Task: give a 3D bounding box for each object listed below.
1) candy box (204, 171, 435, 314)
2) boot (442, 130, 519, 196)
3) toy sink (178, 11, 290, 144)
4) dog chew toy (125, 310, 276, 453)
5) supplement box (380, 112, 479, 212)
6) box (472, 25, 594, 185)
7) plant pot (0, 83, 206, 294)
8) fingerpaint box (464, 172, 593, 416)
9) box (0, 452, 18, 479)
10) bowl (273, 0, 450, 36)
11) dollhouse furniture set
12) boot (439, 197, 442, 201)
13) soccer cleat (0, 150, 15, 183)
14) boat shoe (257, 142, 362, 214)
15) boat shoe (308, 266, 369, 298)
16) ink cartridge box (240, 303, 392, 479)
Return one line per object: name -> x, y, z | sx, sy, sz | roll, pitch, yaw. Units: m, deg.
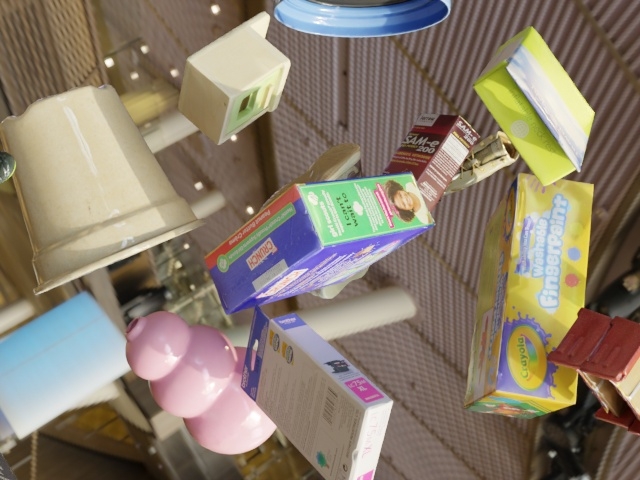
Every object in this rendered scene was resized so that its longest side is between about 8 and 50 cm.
candy box -> 0.000, 0.000, 1.472 | 0.268, 0.317, 0.122 | -34, -104, 39
boot -> 0.343, -0.176, 1.985 | 0.203, 0.262, 0.095 | -29, -100, 39
toy sink -> -0.154, -0.327, 1.701 | 0.131, 0.234, 0.153 | 41, -35, 10
dog chew toy -> -0.224, 0.253, 1.574 | 0.332, 0.207, 0.206 | 41, -17, -22
supplement box -> 0.194, -0.134, 1.659 | 0.073, 0.239, 0.130 | 39, -10, -30
box -> 0.191, -0.121, 0.743 | 0.042, 0.178, 0.109 | -34, -82, 30
plant pot -> -0.421, -0.106, 1.540 | 0.334, 0.333, 0.306 | -14, -81, 65
fingerpaint box -> 0.436, 0.134, 1.786 | 0.163, 0.445, 0.371 | 9, -17, 3
box -> -0.473, 0.404, 0.948 | 0.395, 0.293, 0.212 | 39, -11, 33
bowl -> 0.090, -0.535, 1.856 | 0.391, 0.391, 0.077 | -3, -94, 63
dollhouse furniture set -> 0.596, 0.139, 1.468 | 0.201, 0.374, 0.152 | 49, -17, -28
boot -> 0.283, -0.157, 2.123 | 0.114, 0.106, 0.037 | 51, -10, -1
soccer cleat -> -0.531, -0.103, 1.207 | 0.072, 0.178, 0.060 | 69, 17, -74
boat shoe -> -0.010, -0.091, 1.709 | 0.102, 0.285, 0.092 | 10, -45, 47
boat shoe -> 0.041, 0.066, 2.025 | 0.081, 0.227, 0.079 | 10, -61, 33
ink cartridge box -> -0.017, 0.252, 1.381 | 0.311, 0.065, 0.186 | 36, -54, 40
